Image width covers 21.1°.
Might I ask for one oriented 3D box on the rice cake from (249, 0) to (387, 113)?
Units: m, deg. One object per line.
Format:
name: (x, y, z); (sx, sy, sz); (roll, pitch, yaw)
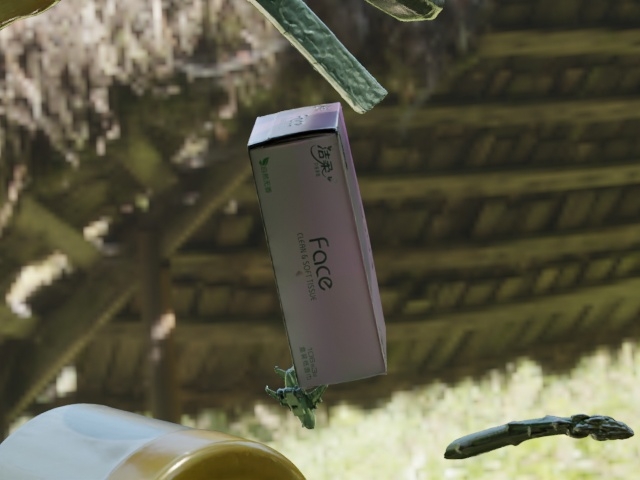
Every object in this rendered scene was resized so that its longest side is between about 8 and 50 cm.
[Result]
rice cake: (-0.026, -0.226, 1.778); (0.245, 0.042, 0.045); (44, -5, -19)

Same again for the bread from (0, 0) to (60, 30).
bread: (-0.410, -0.350, 1.781); (0.270, 0.316, 0.211); (-40, 28, -13)

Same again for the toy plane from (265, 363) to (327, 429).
toy plane: (-0.024, 0.175, 1.903); (0.080, 0.083, 0.033); (-10, 19, 29)

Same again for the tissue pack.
tissue pack: (0.000, 0.000, 1.672); (0.092, 0.246, 0.148); (-11, 15, 4)

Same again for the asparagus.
asparagus: (0.206, 0.188, 1.662); (0.027, 0.034, 0.236); (-19, 2, -42)

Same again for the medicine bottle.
medicine bottle: (-0.151, 0.270, 1.465); (0.238, 0.238, 0.232); (7, 0, -42)

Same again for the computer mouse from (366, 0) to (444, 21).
computer mouse: (0.011, -0.295, 1.459); (0.095, 0.197, 0.331); (-38, -27, 18)
